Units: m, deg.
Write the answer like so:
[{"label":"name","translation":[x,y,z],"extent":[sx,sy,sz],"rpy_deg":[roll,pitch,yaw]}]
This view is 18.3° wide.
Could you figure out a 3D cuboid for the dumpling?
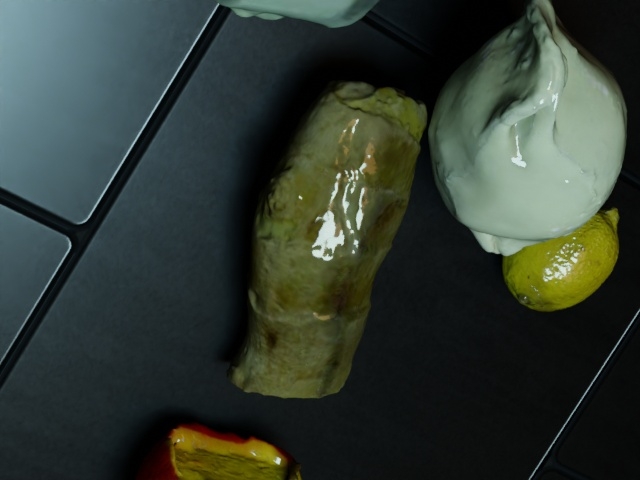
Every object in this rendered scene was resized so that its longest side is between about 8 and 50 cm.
[{"label":"dumpling","translation":[0.157,-0.099,1.486],"extent":[0.147,0.258,0.193],"rpy_deg":[8,67,4]}]

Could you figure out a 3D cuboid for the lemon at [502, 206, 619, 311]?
[{"label":"lemon","translation":[0.198,0.010,1.616],"extent":[0.110,0.082,0.082],"rpy_deg":[-40,123,-5]}]

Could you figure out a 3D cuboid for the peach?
[{"label":"peach","translation":[-0.087,0.217,1.550],"extent":[0.151,0.118,0.151],"rpy_deg":[-49,150,-42]}]

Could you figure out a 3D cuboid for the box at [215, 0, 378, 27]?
[{"label":"box","translation":[-0.029,-0.353,1.161],"extent":[0.111,0.396,0.396],"rpy_deg":[12,105,-31]}]

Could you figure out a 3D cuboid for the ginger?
[{"label":"ginger","translation":[0.000,0.000,1.503],"extent":[0.109,0.116,0.263],"rpy_deg":[18,111,2]}]
